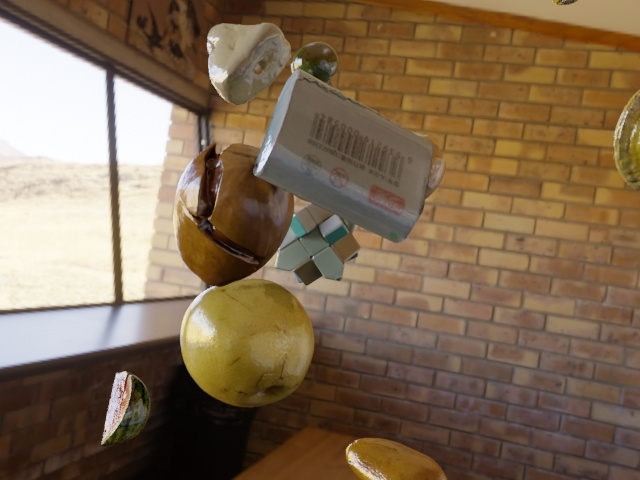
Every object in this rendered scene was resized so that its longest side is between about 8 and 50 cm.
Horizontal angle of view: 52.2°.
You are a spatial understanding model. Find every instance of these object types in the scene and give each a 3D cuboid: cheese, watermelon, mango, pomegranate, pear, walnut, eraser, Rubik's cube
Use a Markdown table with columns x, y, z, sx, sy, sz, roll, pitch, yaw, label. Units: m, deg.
| x | y | z | sx | sy | sz | roll | pitch | yaw | label |
| --- | --- | --- | --- | --- | --- | --- | --- | --- | --- |
| -0.250 | -0.532 | 1.965 | 0.251 | 0.247 | 0.173 | 23 | -10 | 27 | cheese |
| -0.397 | 0.339 | 1.350 | 0.087 | 0.163 | 0.069 | 6 | -39 | -10 | watermelon |
| 0.157 | 0.495 | 1.394 | 0.227 | 0.109 | 0.147 | 18 | 31 | 18 | mango |
| -0.003 | -0.378 | 1.481 | 0.114 | 0.142 | 0.114 | -31 | 6 | 4 | pomegranate |
| -0.188 | 0.262 | 1.695 | 0.348 | 0.348 | 0.348 | 9 | 0 | 0 | pear |
| -0.158 | -0.027 | 1.148 | 0.209 | 0.209 | 0.336 | 9 | -35 | -8 | walnut |
| 0.038 | -0.116 | 0.904 | 0.227 | 0.174 | 0.081 | 25 | -30 | -17 | eraser |
| 0.000 | 0.000 | 1.723 | 0.265 | 0.224 | 0.213 | -26 | 3 | 2 | Rubik's cube |

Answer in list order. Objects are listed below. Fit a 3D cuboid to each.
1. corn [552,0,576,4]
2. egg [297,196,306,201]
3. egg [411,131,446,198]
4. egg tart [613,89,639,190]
| x | y | z | sx | sy | sz | roll | pitch | yaw | label |
| --- | --- | --- | --- | --- | --- | --- | --- | --- | --- |
| 0.493 | -0.575 | 1.342 | 0.072 | 0.203 | 0.072 | -1 | -20 | -1 | corn |
| -0.002 | -0.194 | 1.915 | 0.231 | 0.168 | 0.168 | -3 | 7 | -38 | egg |
| 0.235 | -0.189 | 1.851 | 0.201 | 0.244 | 0.201 | 39 | -6 | 5 | egg |
| 0.808 | -0.235 | 1.480 | 0.290 | 0.290 | 0.115 | 9 | 12 | -18 | egg tart |
